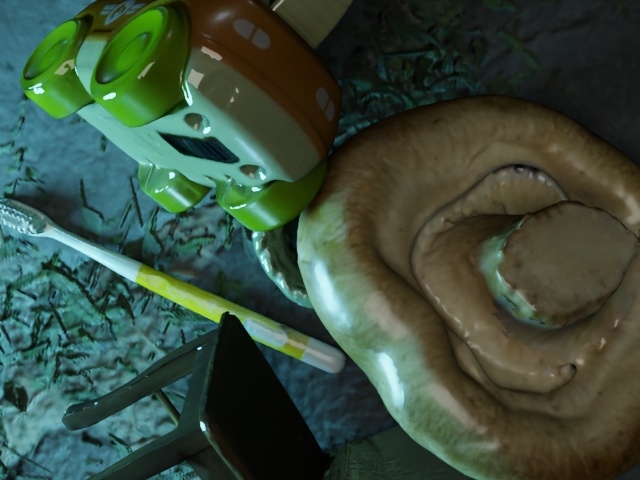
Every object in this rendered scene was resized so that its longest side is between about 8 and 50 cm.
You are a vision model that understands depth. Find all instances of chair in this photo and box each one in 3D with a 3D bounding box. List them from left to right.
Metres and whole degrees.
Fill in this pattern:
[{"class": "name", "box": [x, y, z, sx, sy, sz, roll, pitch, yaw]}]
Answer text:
[{"class": "chair", "box": [-0.017, 0.147, 0.898, 0.319, 0.160, 0.186, -28, 108, 13]}]

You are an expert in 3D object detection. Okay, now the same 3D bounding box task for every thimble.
[{"class": "thimble", "box": [0.000, 0.000, 0.931, 0.084, 0.062, 0.110, -29, 94, 9]}]

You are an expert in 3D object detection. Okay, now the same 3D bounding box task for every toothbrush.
[{"class": "toothbrush", "box": [-0.114, 0.033, 0.970, 0.288, 0.024, 0.021, 24, 99, 3]}]

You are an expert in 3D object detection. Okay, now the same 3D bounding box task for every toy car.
[{"class": "toy car", "box": [-0.060, -0.137, 0.864, 0.235, 0.235, 0.145, -41, 123, 11]}]

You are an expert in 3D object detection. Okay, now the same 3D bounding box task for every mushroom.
[{"class": "mushroom", "box": [0.120, 0.030, 0.851, 0.278, 0.146, 0.278, 6, 68, -14]}]
